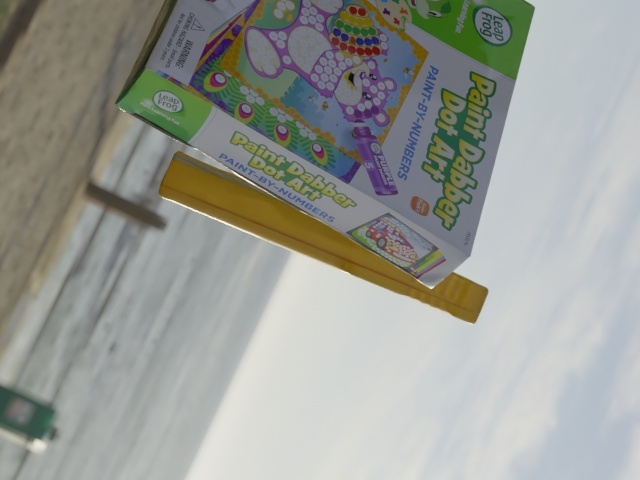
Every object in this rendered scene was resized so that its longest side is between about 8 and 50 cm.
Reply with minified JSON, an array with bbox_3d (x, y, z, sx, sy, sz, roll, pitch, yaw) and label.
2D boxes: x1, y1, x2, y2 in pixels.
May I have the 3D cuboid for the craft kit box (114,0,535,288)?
[{"bbox_3d":[0.014,-0.128,1.109,0.061,0.246,0.250,-40,-155,48],"label":"craft kit box"}]

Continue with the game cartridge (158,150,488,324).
[{"bbox_3d":[0.000,0.000,1.636,0.285,0.323,0.053,-163,-82,-89],"label":"game cartridge"}]
